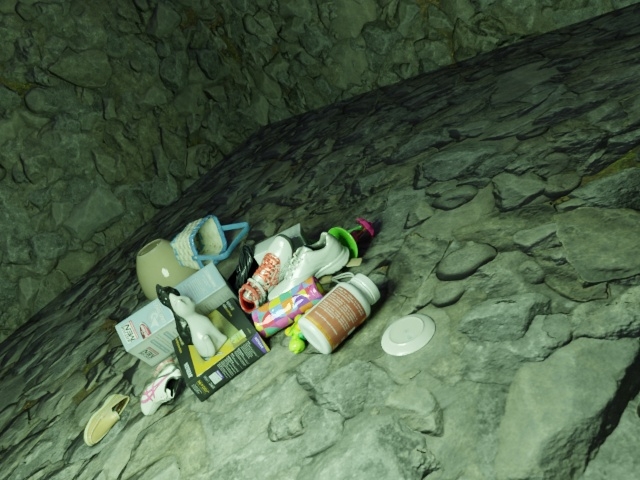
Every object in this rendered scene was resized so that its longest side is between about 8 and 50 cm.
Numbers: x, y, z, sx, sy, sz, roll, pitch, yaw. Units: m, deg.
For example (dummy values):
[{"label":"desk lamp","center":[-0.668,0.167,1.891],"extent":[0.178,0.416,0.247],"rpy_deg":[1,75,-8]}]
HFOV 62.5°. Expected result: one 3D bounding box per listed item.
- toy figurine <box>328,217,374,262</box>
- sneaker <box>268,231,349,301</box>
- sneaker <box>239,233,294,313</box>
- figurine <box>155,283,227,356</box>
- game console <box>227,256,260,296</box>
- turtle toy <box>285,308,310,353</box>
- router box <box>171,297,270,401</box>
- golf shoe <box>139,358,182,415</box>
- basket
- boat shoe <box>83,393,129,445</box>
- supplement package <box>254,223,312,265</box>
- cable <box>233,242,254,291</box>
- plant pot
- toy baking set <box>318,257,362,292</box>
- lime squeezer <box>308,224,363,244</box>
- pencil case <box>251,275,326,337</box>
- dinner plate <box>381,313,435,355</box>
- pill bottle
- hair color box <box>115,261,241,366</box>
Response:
[{"label":"toy figurine","center":[0.109,-0.007,1.779],"extent":[0.159,0.130,0.173],"rpy_deg":[-33,-4,-39]},{"label":"sneaker","center":[-0.054,0.086,1.653],"extent":[0.297,0.129,0.111],"rpy_deg":[-41,34,-6]},{"label":"sneaker","center":[-0.173,0.114,1.671],"extent":[0.145,0.090,0.270],"rpy_deg":[-33,-29,-55]},{"label":"figurine","center":[-0.389,0.223,1.541],"extent":[0.092,0.210,0.214],"rpy_deg":[-42,27,-23]},{"label":"game console","center":[-0.193,0.109,1.944],"extent":[0.361,0.044,0.213],"rpy_deg":[-13,30,33]},{"label":"turtle toy","center":[-0.050,0.253,1.471],"extent":[0.130,0.066,0.095],"rpy_deg":[-52,8,-34]},{"label":"router box","center":[-0.316,0.323,1.625],"extent":[0.242,0.081,0.309],"rpy_deg":[-36,25,-12]},{"label":"golf shoe","center":[-0.465,0.441,1.532],"extent":[0.086,0.067,0.186],"rpy_deg":[38,105,38]},{"label":"basket","center":[-0.468,0.006,2.266],"extent":[0.288,0.201,0.255],"rpy_deg":[-8,29,28]},{"label":"boat shoe","center":[-0.648,0.541,1.613],"extent":[0.072,0.068,0.190],"rpy_deg":[-10,29,15]},{"label":"supplement package","center":[-0.126,0.038,1.823],"extent":[0.179,0.105,0.105],"rpy_deg":[-26,24,8]},{"label":"cable","center":[-0.273,0.094,1.840],"extent":[0.184,0.047,0.151],"rpy_deg":[127,157,-58]},{"label":"plant pot","center":[-0.711,0.105,2.366],"extent":[0.284,0.191,0.284],"rpy_deg":[-25,25,13]},{"label":"toy baking set","center":[0.016,0.136,1.673],"extent":[0.256,0.030,0.196],"rpy_deg":[-44,32,-13]},{"label":"lime squeezer","center":[0.000,0.000,1.916],"extent":[0.310,0.059,0.110],"rpy_deg":[-18,27,28]},{"label":"pencil case","center":[-0.093,0.199,1.572],"extent":[0.236,0.104,0.104],"rpy_deg":[-30,24,10]},{"label":"dinner plate","center":[0.211,0.225,1.291],"extent":[0.141,0.017,0.141],"rpy_deg":[-25,26,13]},{"label":"pill bottle","center":[0.054,0.190,1.407],"extent":[0.216,0.121,0.121],"rpy_deg":[-40,26,-20]},{"label":"hair color box","center":[-0.468,0.252,1.781],"extent":[0.374,0.185,0.114],"rpy_deg":[-35,60,-8]}]
